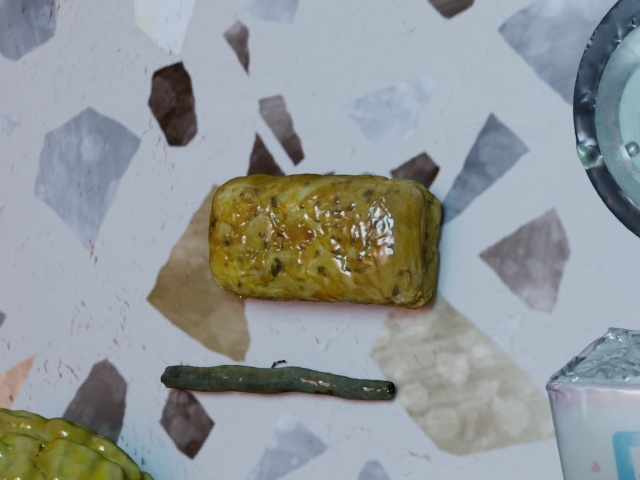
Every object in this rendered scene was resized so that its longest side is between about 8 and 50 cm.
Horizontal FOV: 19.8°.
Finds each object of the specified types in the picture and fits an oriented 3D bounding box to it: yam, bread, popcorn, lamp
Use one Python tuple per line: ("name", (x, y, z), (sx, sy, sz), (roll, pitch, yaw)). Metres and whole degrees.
("yam", (-0.038, 0.120, 1.583), (0.234, 0.029, 0.027), (1, 108, 30))
("bread", (0.000, 0.000, 1.549), (0.211, 0.083, 0.114), (-1, 84, 33))
("popcorn", (-0.261, 0.259, 1.603), (0.250, 0.190, 0.250), (1, 93, 28))
("lamp", (0.304, -0.108, 1.267), (0.205, 0.272, 0.374), (1, 81, 30))

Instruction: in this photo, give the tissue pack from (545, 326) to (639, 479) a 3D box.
("tissue pack", (0.280, 0.200, 1.254), (0.201, 0.124, 0.271), (-4, 108, 28))
